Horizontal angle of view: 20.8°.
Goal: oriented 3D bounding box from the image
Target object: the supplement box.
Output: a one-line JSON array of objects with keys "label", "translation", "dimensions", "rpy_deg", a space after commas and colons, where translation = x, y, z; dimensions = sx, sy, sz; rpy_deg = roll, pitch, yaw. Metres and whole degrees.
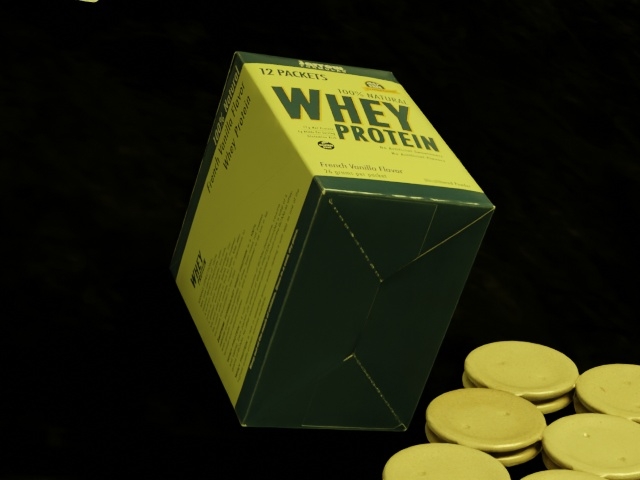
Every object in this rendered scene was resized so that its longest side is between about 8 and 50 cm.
[{"label": "supplement box", "translation": [0.000, 0.000, 0.531], "dimensions": [0.056, 0.083, 0.083], "rpy_deg": [5, 30, -26]}]

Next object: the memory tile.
[{"label": "memory tile", "translation": [0.101, 0.068, 0.514], "dimensions": [0.148, 0.012, 0.113], "rpy_deg": [11, 25, 18]}]
